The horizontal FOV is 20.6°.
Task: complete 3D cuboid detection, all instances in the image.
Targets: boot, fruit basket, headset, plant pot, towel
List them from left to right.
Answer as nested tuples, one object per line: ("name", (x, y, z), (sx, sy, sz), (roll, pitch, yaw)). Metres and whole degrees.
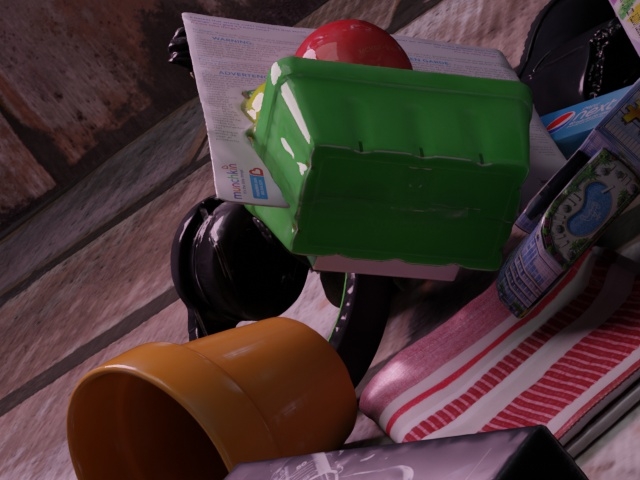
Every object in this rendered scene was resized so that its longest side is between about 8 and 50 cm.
("plant pot", (-0.076, 0.159, 1.480), (0.188, 0.205, 0.205), (-31, 5, -43))
("headset", (-0.059, -0.018, 1.682), (0.243, 0.185, 0.394), (-32, 52, 38))
("fruit basket", (0.047, -0.103, 1.578), (0.353, 0.327, 0.165), (-113, 30, -62))
("towel", (0.159, 0.093, 1.383), (0.237, 0.037, 0.329), (-41, 15, -5))
("boot", (0.285, -0.190, 1.804), (0.246, 0.094, 0.207), (-55, 17, -28))

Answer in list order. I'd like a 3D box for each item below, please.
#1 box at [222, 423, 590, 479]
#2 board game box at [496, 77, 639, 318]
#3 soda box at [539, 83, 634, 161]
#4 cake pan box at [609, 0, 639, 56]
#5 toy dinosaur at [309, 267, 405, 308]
("box", (-0.017, 0.286, 0.942), (0.343, 0.179, 0.312), (-47, 15, -31))
("board game box", (0.214, -0.048, 1.339), (0.194, 0.060, 0.194), (-45, -8, -18))
("soda box", (0.261, -0.087, 1.605), (0.067, 0.071, 0.210), (-47, 16, -30))
("cake pan box", (0.371, -0.224, 1.476), (0.245, 0.070, 0.267), (-32, 31, 16))
("toy dinosaur", (0.049, 0.011, 1.800), (0.160, 0.121, 0.313), (-50, 32, 13))
